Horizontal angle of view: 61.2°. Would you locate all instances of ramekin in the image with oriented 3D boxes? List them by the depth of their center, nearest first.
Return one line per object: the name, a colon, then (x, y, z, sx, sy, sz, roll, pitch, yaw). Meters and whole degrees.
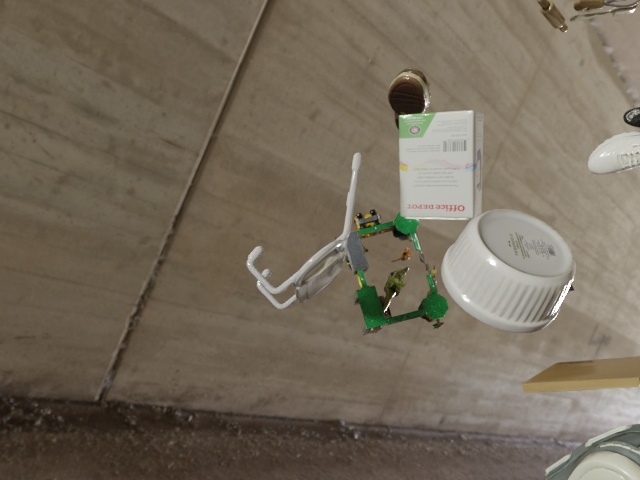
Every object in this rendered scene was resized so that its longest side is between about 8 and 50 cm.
ramekin: (0.316, 0.039, 0.902, 0.207, 0.109, 0.207, 9, 41, -8)

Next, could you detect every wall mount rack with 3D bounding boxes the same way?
wall mount rack: (0.000, 0.000, 1.089, 0.130, 0.304, 0.350, 48, -11, 11)

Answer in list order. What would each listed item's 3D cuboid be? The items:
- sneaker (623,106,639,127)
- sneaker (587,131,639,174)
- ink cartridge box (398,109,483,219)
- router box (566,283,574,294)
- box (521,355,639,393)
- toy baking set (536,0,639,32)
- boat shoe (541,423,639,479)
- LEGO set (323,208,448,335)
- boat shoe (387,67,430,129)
sneaker: (0.788, -0.287, 1.251, 0.170, 0.051, 0.089, 20, 9, 37)
sneaker: (0.776, -0.216, 1.313, 0.090, 0.235, 0.095, 61, 25, -19)
ink cartridge box: (0.247, -0.152, 1.110, 0.154, 0.212, 0.093, 3, 10, 28)
router box: (0.608, 0.150, 1.540, 0.179, 0.046, 0.133, 4, -31, -31)
box: (0.492, 0.241, 0.976, 0.164, 0.021, 0.201, -7, -8, -45)
toy baking set: (0.587, -0.515, 1.164, 0.197, 0.030, 0.256, -15, -18, 35)
boat shoe: (0.327, 0.318, 0.656, 0.116, 0.099, 0.319, 42, -32, 28)
LEGO set: (0.172, 0.097, 1.386, 0.192, 0.255, 0.331, 88, -22, -74)
boat shoe: (0.212, -0.340, 1.255, 0.095, 0.095, 0.257, 20, -9, 10)
